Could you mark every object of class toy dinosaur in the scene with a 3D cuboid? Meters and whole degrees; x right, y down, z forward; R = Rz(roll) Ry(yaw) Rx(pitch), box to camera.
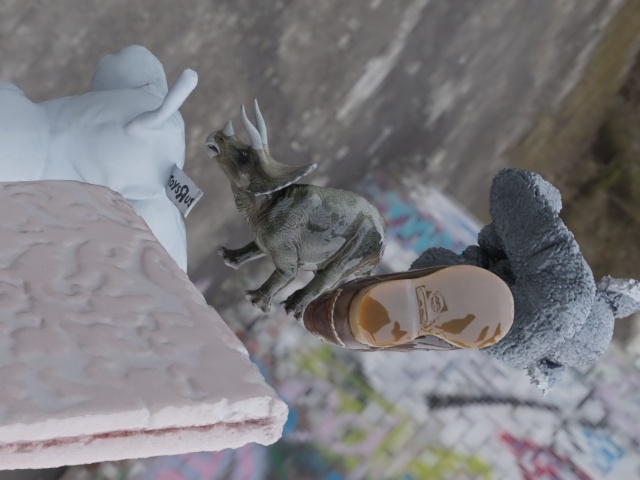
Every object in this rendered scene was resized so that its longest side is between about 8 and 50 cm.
[{"bbox_3d":[0.000,0.000,1.751,0.160,0.313,0.121,-51,-147,17],"label":"toy dinosaur"}]

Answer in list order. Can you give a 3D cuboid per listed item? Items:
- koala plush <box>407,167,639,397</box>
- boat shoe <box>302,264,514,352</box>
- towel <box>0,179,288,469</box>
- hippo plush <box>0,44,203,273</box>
[{"bbox_3d":[0.247,0.073,1.811,0.196,0.203,0.221,-45,135,9],"label":"koala plush"},{"bbox_3d":[0.075,0.057,1.391,0.207,0.073,0.073,4,173,-44],"label":"boat shoe"},{"bbox_3d":[-0.228,0.054,1.162,0.317,0.332,0.053,-3,121,-29],"label":"towel"},{"bbox_3d":[-0.247,-0.054,1.534,0.294,0.236,0.234,-137,-136,-72],"label":"hippo plush"}]
